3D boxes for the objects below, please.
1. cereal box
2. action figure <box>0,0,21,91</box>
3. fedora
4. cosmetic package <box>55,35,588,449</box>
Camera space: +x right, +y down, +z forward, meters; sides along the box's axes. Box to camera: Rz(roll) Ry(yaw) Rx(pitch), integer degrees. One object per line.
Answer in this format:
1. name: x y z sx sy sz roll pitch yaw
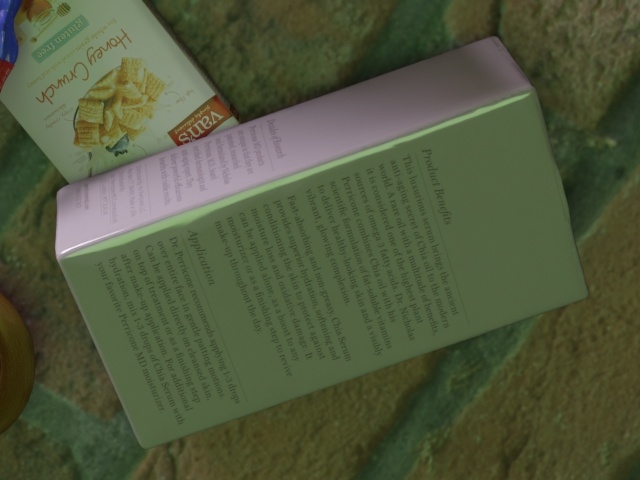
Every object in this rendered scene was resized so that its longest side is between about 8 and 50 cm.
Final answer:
1. cereal box: -0.213 -0.154 1.599 0.173 0.047 0.240 -37 103 9
2. action figure: -0.307 -0.261 1.495 0.091 0.139 0.280 13 78 22
3. fedora: -0.371 0.111 1.646 0.194 0.079 0.194 -1 111 -2
4. cosmetic package: 0.000 0.000 1.565 0.453 0.161 0.230 -18 117 1
